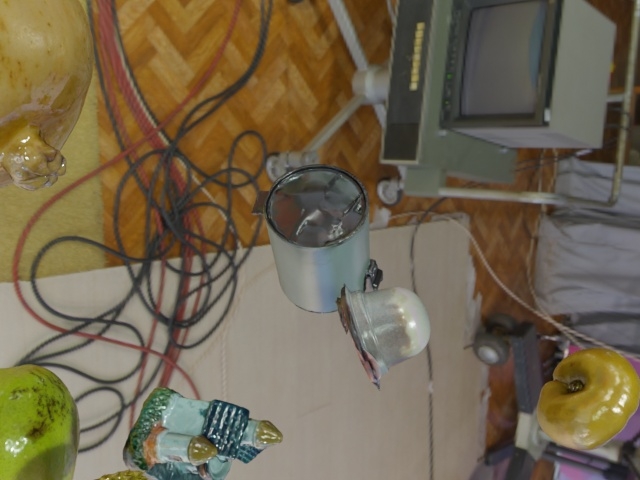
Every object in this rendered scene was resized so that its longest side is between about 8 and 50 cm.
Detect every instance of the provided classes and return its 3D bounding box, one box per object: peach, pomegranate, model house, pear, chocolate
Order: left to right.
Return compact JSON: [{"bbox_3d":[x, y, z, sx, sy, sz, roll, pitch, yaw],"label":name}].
[{"bbox_3d":[-0.494,-0.229,0.940,0.411,0.411,0.411,-9,102,-47],"label":"pomegranate"},{"bbox_3d":[-0.741,0.484,1.612,0.391,0.391,0.391,-9,102,-47],"label":"pear"},{"bbox_3d":[-0.215,0.424,1.452,0.253,0.291,0.184,55,39,-45],"label":"model house"},{"bbox_3d":[0.131,0.161,1.305,0.221,0.147,0.221,-21,90,-77],"label":"chocolate"},{"bbox_3d":[0.434,0.257,1.136,0.103,0.179,0.179,41,61,-8],"label":"peach"}]

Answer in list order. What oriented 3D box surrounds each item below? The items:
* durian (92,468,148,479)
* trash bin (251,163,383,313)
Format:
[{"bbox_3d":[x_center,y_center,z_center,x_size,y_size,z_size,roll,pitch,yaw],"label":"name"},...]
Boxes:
[{"bbox_3d":[-0.414,0.529,1.315,0.132,0.182,0.165,86,-9,-80],"label":"durian"},{"bbox_3d":[0.000,0.000,1.511,0.262,0.277,0.217,85,22,-55],"label":"trash bin"}]
